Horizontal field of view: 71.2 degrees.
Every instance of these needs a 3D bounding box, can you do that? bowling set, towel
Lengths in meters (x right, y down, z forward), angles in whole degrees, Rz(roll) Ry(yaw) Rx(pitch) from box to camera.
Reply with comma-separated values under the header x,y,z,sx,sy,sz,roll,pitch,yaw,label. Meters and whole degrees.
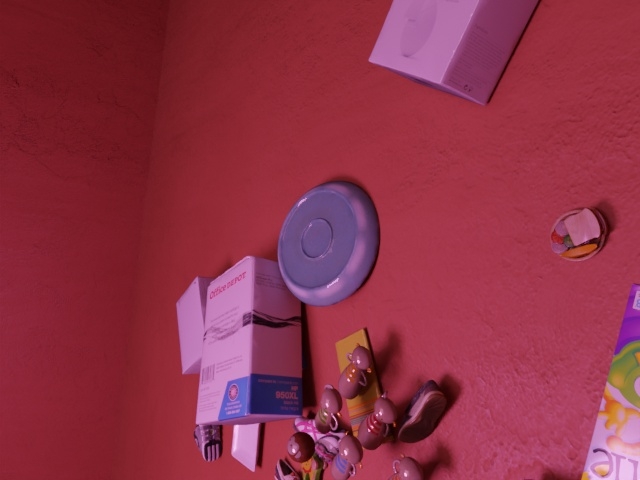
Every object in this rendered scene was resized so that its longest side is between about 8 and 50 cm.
x,y,z,sx,sy,sz,roll,pitch,yaw,label
0.048,0.358,0.828,0.287,0.199,0.154,58,147,38,bowling set
0.093,0.322,0.977,0.102,0.021,0.237,-36,54,38,towel

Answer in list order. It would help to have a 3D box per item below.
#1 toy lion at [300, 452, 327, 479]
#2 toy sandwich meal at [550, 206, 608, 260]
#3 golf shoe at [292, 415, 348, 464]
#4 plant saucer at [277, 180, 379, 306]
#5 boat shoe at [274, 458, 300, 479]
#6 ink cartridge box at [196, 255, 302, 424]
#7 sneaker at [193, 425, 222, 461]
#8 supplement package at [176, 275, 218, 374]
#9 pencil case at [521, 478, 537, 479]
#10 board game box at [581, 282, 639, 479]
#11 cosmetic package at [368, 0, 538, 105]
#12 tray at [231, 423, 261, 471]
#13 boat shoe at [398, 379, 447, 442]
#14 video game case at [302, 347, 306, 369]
x,y,z,sx,sy,sz,roll,pitch,yaw,label
-0.024,0.546,1.078,0.096,0.034,0.100,4,86,60,toy lion
0.375,-0.010,0.656,0.085,0.029,0.086,-15,71,51,toy sandwich meal
0.002,0.447,1.045,0.086,0.067,0.186,-54,27,-17,golf shoe
0.000,0.000,1.091,0.317,0.043,0.318,-14,68,38,plant saucer
-0.074,0.599,1.119,0.137,0.049,0.043,8,87,58,boat shoe
-0.191,0.278,1.209,0.285,0.166,0.395,-31,53,45,ink cartridge box
-0.390,0.611,1.509,0.132,0.086,0.229,-13,73,54,sneaker
-0.372,0.286,1.500,0.204,0.145,0.262,-44,49,39,supplement package
0.296,0.446,0.618,0.086,0.088,0.206,5,86,51,pencil case
0.403,0.200,0.480,0.144,0.142,0.275,16,96,54,board game box
0.241,-0.401,0.827,0.224,0.138,0.225,46,120,48,cosmetic package
-0.208,0.520,1.328,0.145,0.030,0.271,-4,80,54,tray
0.187,0.319,0.828,0.049,0.056,0.152,-88,19,-56,boat shoe
-0.099,0.320,1.235,0.166,0.015,0.119,-41,52,41,video game case
